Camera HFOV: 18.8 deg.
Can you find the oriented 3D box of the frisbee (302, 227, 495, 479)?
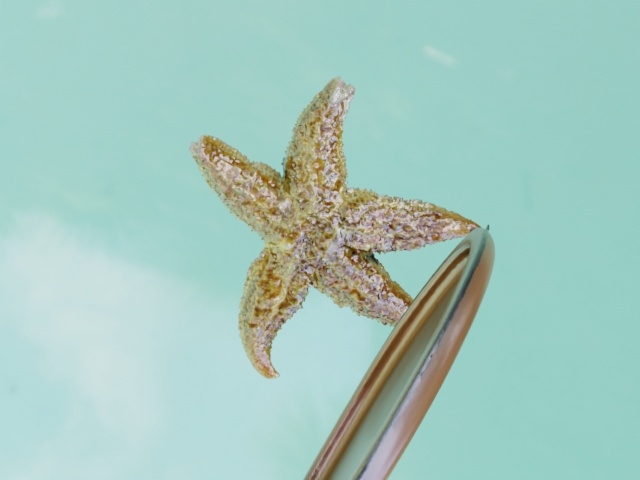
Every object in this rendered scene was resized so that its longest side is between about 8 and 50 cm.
[{"bbox_3d":[0.026,0.102,1.037,0.250,0.021,0.251,-60,-179,2],"label":"frisbee"}]

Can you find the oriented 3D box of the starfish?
[{"bbox_3d":[0.000,0.001,1.422,0.043,0.227,0.240,-69,-179,-68],"label":"starfish"}]
